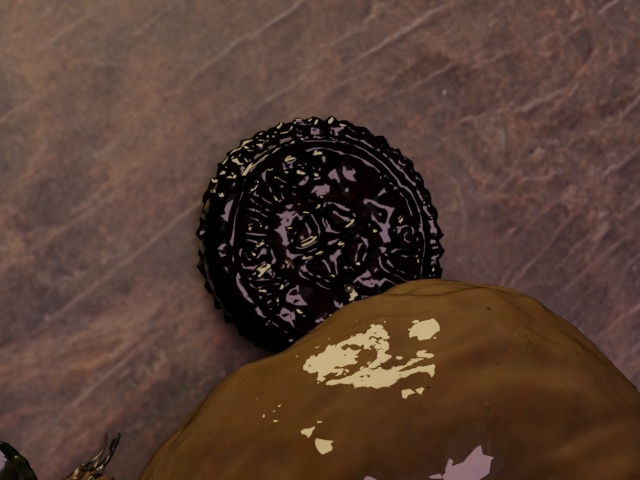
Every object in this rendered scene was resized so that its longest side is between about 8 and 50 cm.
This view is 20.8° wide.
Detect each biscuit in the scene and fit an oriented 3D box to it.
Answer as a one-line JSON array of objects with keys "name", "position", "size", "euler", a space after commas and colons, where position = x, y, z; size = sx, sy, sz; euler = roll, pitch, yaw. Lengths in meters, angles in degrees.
[{"name": "biscuit", "position": [0.000, 0.000, 1.296], "size": [0.195, 0.053, 0.194], "euler": [3, 79, -16]}]

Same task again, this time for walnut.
[{"name": "walnut", "position": [0.051, 0.202, 1.121], "size": [0.384, 0.383, 0.383], "euler": [3, 79, -16]}]

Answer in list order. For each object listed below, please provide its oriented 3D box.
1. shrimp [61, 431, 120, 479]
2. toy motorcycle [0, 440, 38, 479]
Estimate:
[{"name": "shrimp", "position": [-0.169, 0.215, 1.190], "size": [0.073, 0.075, 0.190], "euler": [26, 54, -16]}, {"name": "toy motorcycle", "position": [-0.293, 0.154, 1.136], "size": [0.207, 0.134, 0.401], "euler": [-20, 84, -19]}]
